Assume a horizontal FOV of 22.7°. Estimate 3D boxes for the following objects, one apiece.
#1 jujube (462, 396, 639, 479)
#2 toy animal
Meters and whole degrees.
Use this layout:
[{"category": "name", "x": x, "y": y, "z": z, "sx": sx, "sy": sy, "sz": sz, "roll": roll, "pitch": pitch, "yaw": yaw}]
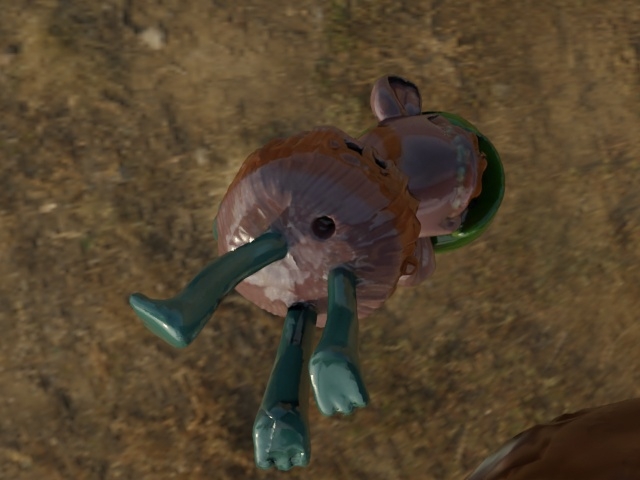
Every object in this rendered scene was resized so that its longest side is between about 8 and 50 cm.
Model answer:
[{"category": "jujube", "x": 0.172, "y": 0.133, "z": 0.382, "sx": 0.318, "sy": 0.223, "sz": 0.223, "roll": 11, "pitch": 107, "yaw": -17}, {"category": "toy animal", "x": 0.000, "y": 0.000, "z": 0.578, "sx": 0.103, "sy": 0.208, "sz": 0.100, "roll": -10, "pitch": 110, "yaw": 23}]
